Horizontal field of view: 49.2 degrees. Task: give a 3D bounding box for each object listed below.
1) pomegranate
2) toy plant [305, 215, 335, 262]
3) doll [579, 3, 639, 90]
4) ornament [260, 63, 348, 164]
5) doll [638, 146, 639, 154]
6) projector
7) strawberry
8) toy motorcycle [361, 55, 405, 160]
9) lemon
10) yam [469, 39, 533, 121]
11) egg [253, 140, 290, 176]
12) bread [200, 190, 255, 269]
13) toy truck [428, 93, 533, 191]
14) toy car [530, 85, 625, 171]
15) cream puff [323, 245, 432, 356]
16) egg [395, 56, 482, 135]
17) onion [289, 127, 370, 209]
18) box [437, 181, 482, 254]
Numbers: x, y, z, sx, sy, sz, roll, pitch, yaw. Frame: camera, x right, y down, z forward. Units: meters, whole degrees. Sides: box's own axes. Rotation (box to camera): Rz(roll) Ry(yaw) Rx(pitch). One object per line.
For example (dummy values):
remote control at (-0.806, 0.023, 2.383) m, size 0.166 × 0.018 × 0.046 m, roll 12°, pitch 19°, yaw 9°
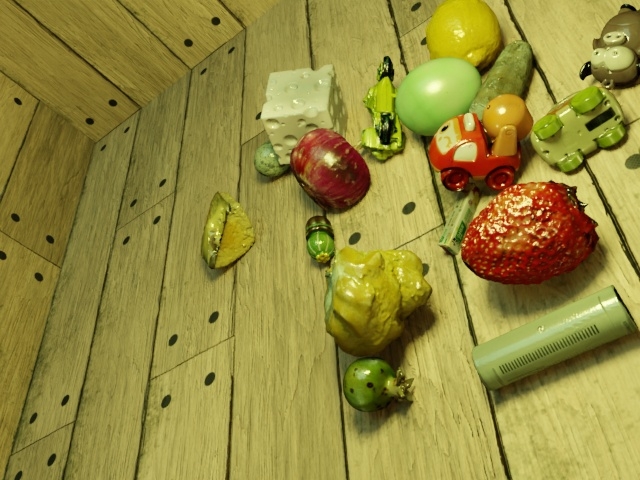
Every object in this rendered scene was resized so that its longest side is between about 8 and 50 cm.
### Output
pomegranate at (0.140, 0.348, 1.715) m, size 0.169 × 0.148 × 0.148 m, roll -16°, pitch 47°, yaw 22°
toy plant at (0.000, 0.000, 2.202) m, size 0.093 × 0.093 × 0.162 m, roll -32°, pitch 41°, yaw 22°
doll at (0.790, -0.502, 1.820) m, size 0.182 × 0.117 × 0.257 m, roll 16°, pitch 67°, yaw 45°
ornament at (-0.050, -0.440, 2.465) m, size 0.240 × 0.239 × 0.239 m, roll -5°, pitch 53°, yaw 14°
doll at (0.849, -0.253, 1.564) m, size 0.203 × 0.091 × 0.285 m, roll 23°, pitch 86°, yaw 18°
projector at (0.493, 0.212, 1.495) m, size 0.338 × 0.108 × 0.108 m, roll -30°, pitch 40°, yaw 24°
strawberry at (0.465, -0.005, 1.604) m, size 0.288 × 0.250 × 0.238 m, roll -28°, pitch 75°, yaw -7°
toy motorcycle at (0.206, -0.428, 2.312) m, size 0.142 × 0.206 × 0.342 m, roll -1°, pitch 62°, yaw 7°
lemon at (0.451, -0.644, 2.205) m, size 0.234 × 0.233 × 0.288 m, roll -29°, pitch 49°, yaw 25°
yam at (0.533, -0.448, 2.025) m, size 0.133 × 0.133 × 0.330 m, roll 4°, pitch 59°, yaw 48°
egg at (-0.169, -0.313, 2.622) m, size 0.172 × 0.132 × 0.132 m, roll -32°, pitch 38°, yaw 1°
bread at (-0.342, -0.035, 2.533) m, size 0.204 × 0.163 × 0.262 m, roll 37°, pitch 110°, yaw 52°
toy truck at (0.424, -0.273, 1.856) m, size 0.265 × 0.239 × 0.189 m, roll -2°, pitch 42°, yaw 3°
toy car at (0.647, -0.307, 1.800) m, size 0.235 × 0.145 × 0.235 m, roll -37°, pitch 18°, yaw 14°
cream puff at (0.141, 0.160, 1.774) m, size 0.323 × 0.270 × 0.274 m, roll 104°, pitch 171°, yaw -78°
egg at (0.358, -0.435, 2.115) m, size 0.270 × 0.220 × 0.220 m, roll -23°, pitch 43°, yaw 25°
onion at (0.037, -0.238, 2.258) m, size 0.272 × 0.256 × 0.230 m, roll -66°, pitch 23°, yaw 3°
box at (0.381, -0.060, 1.900) m, size 0.041 × 0.050 × 0.207 m, roll 3°, pitch 60°, yaw 49°
